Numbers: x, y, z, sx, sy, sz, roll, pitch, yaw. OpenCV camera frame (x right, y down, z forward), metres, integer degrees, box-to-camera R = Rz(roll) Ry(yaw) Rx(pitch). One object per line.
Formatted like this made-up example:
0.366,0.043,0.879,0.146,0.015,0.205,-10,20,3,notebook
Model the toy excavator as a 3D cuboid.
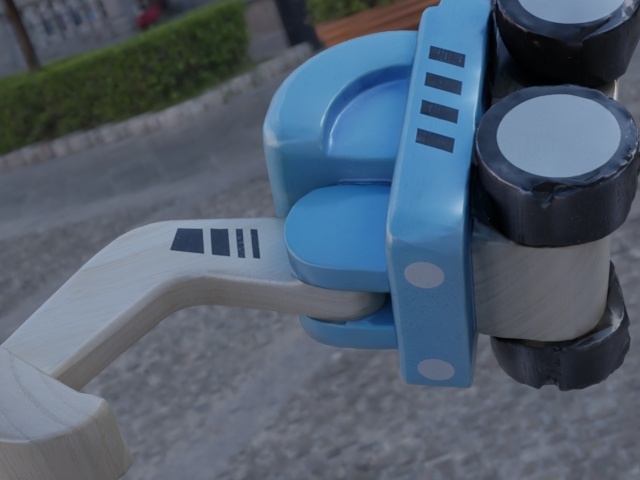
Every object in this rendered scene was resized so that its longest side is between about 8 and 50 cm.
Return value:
0.000,0.000,0.967,0.445,0.222,0.432,2,50,13,toy excavator
